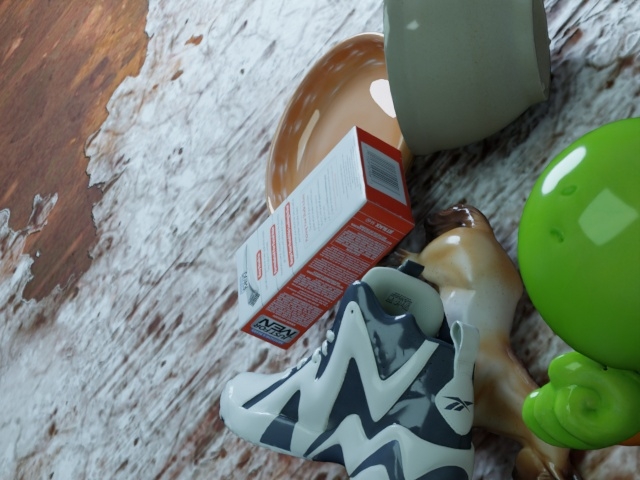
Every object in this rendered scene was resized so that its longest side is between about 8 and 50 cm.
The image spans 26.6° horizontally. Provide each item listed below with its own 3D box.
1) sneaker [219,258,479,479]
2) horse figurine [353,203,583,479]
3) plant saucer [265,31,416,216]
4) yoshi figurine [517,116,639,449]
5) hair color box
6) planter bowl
[{"bbox_3d":[0.025,0.084,0.948,0.235,0.094,0.153,12,86,57],"label":"sneaker"},{"bbox_3d":[0.097,0.072,0.991,0.174,0.066,0.263,-31,48,43],"label":"horse figurine"},{"bbox_3d":[0.025,-0.084,1.187,0.200,0.037,0.200,-31,48,43],"label":"plant saucer"},{"bbox_3d":[0.181,0.018,0.678,0.203,0.362,0.203,-22,78,3],"label":"yoshi figurine"},{"bbox_3d":[0.000,0.000,1.085,0.167,0.053,0.093,-44,33,31],"label":"hair color box"},{"bbox_3d":[0.121,-0.151,1.059,0.109,0.162,0.162,-5,58,18],"label":"planter bowl"}]
